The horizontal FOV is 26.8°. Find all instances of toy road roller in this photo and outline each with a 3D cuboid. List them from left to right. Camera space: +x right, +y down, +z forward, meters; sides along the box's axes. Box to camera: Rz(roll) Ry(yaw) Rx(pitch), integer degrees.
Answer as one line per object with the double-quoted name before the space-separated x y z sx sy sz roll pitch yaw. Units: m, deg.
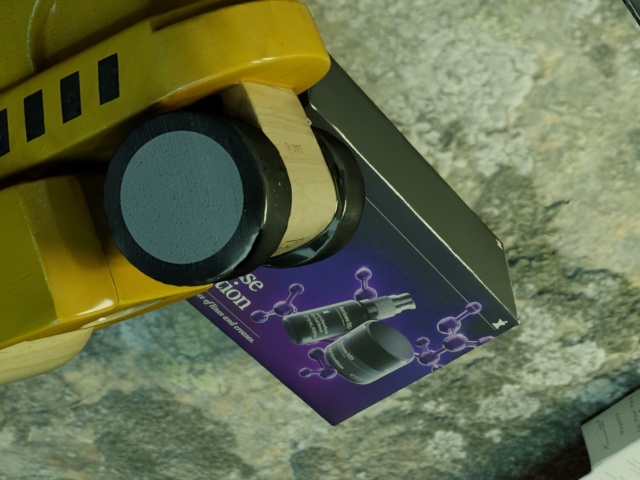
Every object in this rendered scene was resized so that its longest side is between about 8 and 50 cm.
"toy road roller" -0.149 -0.060 0.822 0.330 0.202 0.240 -23 85 18

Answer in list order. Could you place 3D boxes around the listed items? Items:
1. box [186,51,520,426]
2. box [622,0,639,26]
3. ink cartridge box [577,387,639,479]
"box" 0.000 0.000 1.006 0.184 0.103 0.261 -34 124 20
"box" 0.083 -0.285 0.633 0.079 0.257 0.322 -32 134 15
"ink cartridge box" 0.337 0.251 1.259 0.275 0.060 0.239 35 121 -28
